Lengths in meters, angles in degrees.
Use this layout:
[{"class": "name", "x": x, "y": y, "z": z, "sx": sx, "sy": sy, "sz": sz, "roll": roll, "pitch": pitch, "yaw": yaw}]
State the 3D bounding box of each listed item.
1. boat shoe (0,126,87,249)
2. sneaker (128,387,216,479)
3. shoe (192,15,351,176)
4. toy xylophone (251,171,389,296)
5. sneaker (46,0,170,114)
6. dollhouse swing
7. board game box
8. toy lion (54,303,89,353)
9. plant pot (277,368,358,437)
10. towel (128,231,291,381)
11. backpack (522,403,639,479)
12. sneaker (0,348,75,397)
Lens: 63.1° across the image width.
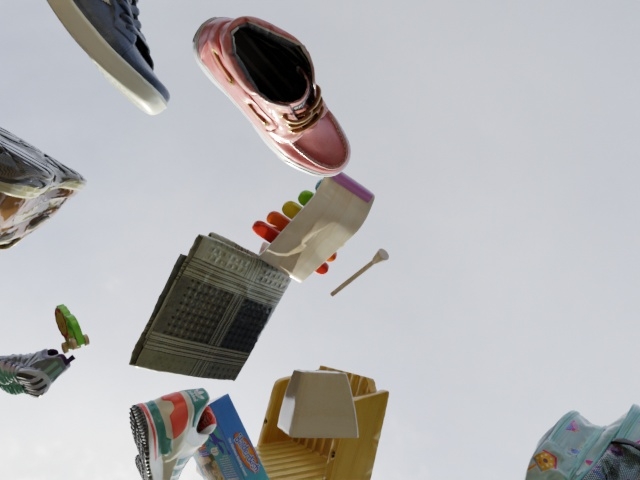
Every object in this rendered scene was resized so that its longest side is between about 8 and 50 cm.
[{"class": "boat shoe", "x": -0.364, "y": -0.056, "z": 0.592, "sx": 0.122, "sy": 0.324, "sz": 0.120, "roll": 33, "pitch": -94, "yaw": -14}, {"class": "sneaker", "x": -0.135, "y": 0.199, "z": 0.499, "sx": 0.075, "sy": 0.057, "sz": 0.161, "roll": -18, "pitch": -43, "yaw": -30}, {"class": "shoe", "x": -0.024, "y": -0.109, "z": 0.428, "sx": 0.178, "sy": 0.081, "sz": 0.063, "roll": 41, "pitch": -95, "yaw": -33}, {"class": "toy xylophone", "x": 0.000, "y": 0.000, "z": 1.122, "sx": 0.236, "sy": 0.081, "sz": 0.322, "roll": 39, "pitch": -48, "yaw": -19}, {"class": "sneaker", "x": -0.265, "y": -0.323, "z": 0.638, "sx": 0.148, "sy": 0.131, "sz": 0.350, "roll": -36, "pitch": -92, "yaw": -7}, {"class": "dollhouse swing", "x": -0.085, "y": 0.444, "z": 1.257, "sx": 0.305, "sy": 0.347, "sz": 0.315, "roll": 22, "pitch": -105, "yaw": -29}, {"class": "board game box", "x": -0.181, "y": 0.405, "z": 0.976, "sx": 0.160, "sy": 0.047, "sz": 0.210, "roll": -32, "pitch": -98, "yaw": 45}, {"class": "toy lion", "x": -0.495, "y": 0.170, "z": 1.024, "sx": 0.100, "sy": 0.034, "sz": 0.096, "roll": -22, "pitch": -94, "yaw": 48}, {"class": "plant pot", "x": -0.004, "y": 0.261, "z": 0.846, "sx": 0.109, "sy": 0.109, "sz": 0.096, "roll": 6, "pitch": -101, "yaw": -15}, {"class": "towel", "x": -0.232, "y": 0.157, "z": 1.161, "sx": 0.056, "sy": 0.324, "sz": 0.312, "roll": 28, "pitch": -92, "yaw": 38}, {"class": "backpack", "x": 0.265, "y": 0.241, "z": 0.470, "sx": 0.188, "sy": 0.144, "sz": 0.166, "roll": -17, "pitch": -59, "yaw": -31}, {"class": "sneaker", "x": -0.600, "y": 0.264, "z": 1.078, "sx": 0.223, "sy": 0.098, "sz": 0.083, "roll": 2, "pitch": -62, "yaw": 33}]
